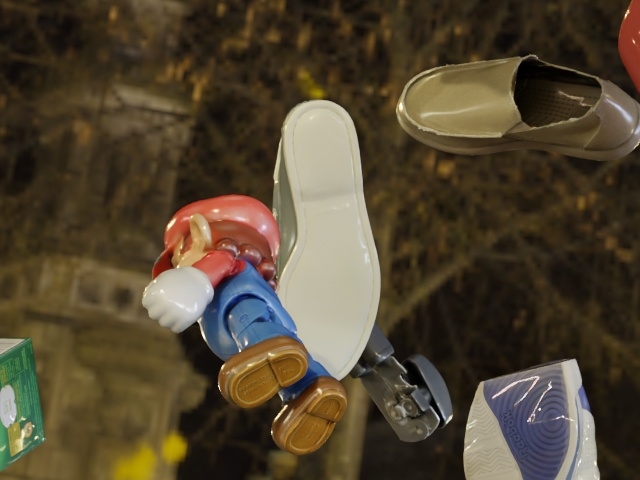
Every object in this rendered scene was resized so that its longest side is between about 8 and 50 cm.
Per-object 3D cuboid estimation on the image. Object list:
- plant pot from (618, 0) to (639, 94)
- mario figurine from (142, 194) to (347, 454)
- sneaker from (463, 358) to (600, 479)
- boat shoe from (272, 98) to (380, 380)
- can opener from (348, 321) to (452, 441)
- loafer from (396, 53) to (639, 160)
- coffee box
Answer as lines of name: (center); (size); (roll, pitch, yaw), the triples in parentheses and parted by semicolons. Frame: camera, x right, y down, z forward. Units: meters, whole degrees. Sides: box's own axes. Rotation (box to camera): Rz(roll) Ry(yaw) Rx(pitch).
plant pot: (0.411, -0.143, 1.536); (0.275, 0.243, 0.275); (-24, -32, -16)
mario figurine: (-0.094, 0.086, 1.667); (0.170, 0.198, 0.320); (-10, 32, -15)
sneaker: (0.248, 0.283, 1.774); (0.127, 0.316, 0.182); (-12, -8, 27)
boat shoe: (0.000, 0.000, 1.962); (0.116, 0.319, 0.099); (-3, 6, -10)
can opener: (0.072, 0.139, 2.303); (0.076, 0.283, 0.095); (-35, -2, 41)
loafer: (0.199, -0.147, 1.787); (0.268, 0.102, 0.092); (5, -27, 25)
coffee box: (-0.328, 0.169, 1.614); (0.040, 0.113, 0.184); (3, 19, 25)
